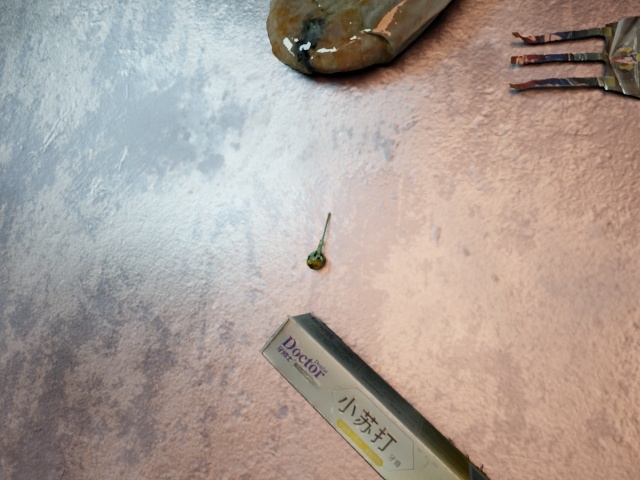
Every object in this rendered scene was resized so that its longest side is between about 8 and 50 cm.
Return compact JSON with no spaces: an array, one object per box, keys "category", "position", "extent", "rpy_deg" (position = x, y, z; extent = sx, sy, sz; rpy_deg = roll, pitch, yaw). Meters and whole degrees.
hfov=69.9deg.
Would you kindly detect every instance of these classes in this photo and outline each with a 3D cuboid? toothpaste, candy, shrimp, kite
[{"category":"toothpaste","position":[0.068,0.210,0.542],"extent":[0.313,0.089,0.071],"rpy_deg":[42,98,15]},{"category":"candy","position":[0.000,0.000,0.626],"extent":[0.023,0.025,0.083],"rpy_deg":[16,76,-12]},{"category":"shrimp","position":[0.082,-0.366,0.631],"extent":[0.360,0.085,0.247],"rpy_deg":[-25,70,13]},{"category":"kite","position":[0.363,-0.228,0.566],"extent":[0.245,0.015,0.141],"rpy_deg":[2,81,11]}]
